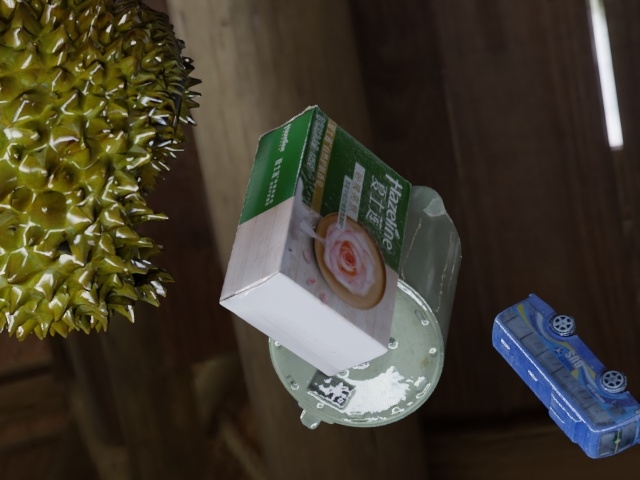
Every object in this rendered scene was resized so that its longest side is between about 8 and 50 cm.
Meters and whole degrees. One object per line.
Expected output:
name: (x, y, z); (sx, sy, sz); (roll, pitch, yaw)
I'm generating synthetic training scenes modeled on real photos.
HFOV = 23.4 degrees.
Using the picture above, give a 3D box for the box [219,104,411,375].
box: (0.000, 0.000, 1.361); (0.081, 0.135, 0.199); (-26, -140, 40)

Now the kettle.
kettle: (0.064, 0.125, 2.351); (0.250, 0.361, 0.377); (26, -155, 1)

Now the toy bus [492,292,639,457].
toy bus: (0.315, 0.175, 1.972); (0.094, 0.079, 0.236); (-29, -127, -13)

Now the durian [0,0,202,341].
durian: (-0.198, -0.058, 1.015); (0.258, 0.258, 0.293); (-13, -179, -10)
